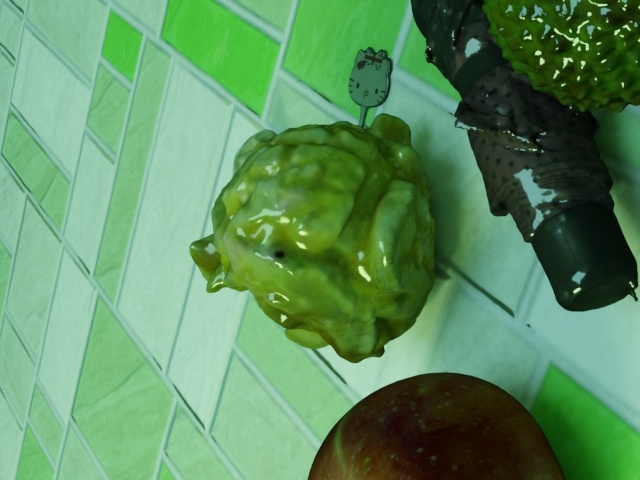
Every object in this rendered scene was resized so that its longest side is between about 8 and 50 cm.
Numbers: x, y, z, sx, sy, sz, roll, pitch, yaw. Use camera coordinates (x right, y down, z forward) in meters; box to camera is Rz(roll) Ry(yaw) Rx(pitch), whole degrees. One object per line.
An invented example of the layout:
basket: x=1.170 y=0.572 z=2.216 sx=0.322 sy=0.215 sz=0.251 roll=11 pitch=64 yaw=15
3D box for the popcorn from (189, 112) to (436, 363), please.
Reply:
popcorn: x=0.000 y=-0.001 z=0.869 sx=0.167 sy=0.186 sz=0.187 roll=-98 pitch=22 yaw=-45

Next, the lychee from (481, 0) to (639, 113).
lychee: x=0.172 y=-0.155 z=0.636 sx=0.171 sy=0.171 sz=0.171 roll=-4 pitch=86 yaw=56

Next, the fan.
fan: x=0.040 y=-0.125 z=0.964 sx=0.056 sy=0.004 sz=0.083 roll=25 pitch=109 yaw=52

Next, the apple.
apple: x=0.087 y=0.189 z=0.756 sx=0.201 sy=0.162 sz=0.201 roll=18 pitch=113 yaw=48

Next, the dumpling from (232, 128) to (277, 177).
dumpling: x=-0.059 y=-0.065 z=1.058 sx=0.043 sy=0.059 sz=0.077 roll=32 pitch=119 yaw=40

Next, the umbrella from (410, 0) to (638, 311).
umbrella: x=0.132 y=-0.093 z=0.759 sx=0.090 sy=0.094 sz=0.326 roll=-21 pitch=61 yaw=6
